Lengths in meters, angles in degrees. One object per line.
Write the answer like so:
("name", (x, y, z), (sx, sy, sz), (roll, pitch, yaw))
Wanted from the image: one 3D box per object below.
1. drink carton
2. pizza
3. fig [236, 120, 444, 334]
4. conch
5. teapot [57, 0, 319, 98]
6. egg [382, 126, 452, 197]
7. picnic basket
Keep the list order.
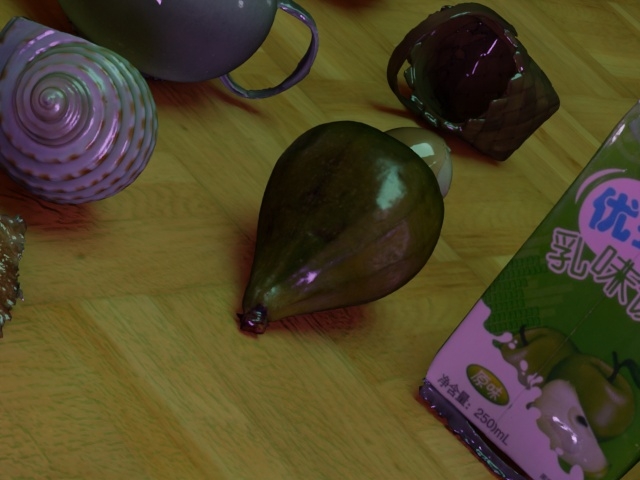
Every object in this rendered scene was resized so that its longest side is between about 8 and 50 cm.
("drink carton", (0.211, 0.049, 1.048), (0.161, 0.271, 0.108), (42, 26, 15))
("pizza", (-0.207, 0.020, 0.882), (0.100, 0.029, 0.099), (6, 46, -42))
("fig", (0.002, 0.005, 1.095), (0.133, 0.185, 0.126), (36, -13, 13))
("conch", (-0.173, -0.082, 0.998), (0.102, 0.153, 0.135), (-39, 87, -22))
("teapot", (-0.133, -0.206, 1.240), (0.294, 0.129, 0.193), (27, 27, -21))
("egg", (0.073, -0.061, 1.303), (0.083, 0.071, 0.071), (1, 38, -22))
("picnic basket", (0.137, -0.170, 1.491), (0.178, 0.128, 0.137), (21, 26, -47))
